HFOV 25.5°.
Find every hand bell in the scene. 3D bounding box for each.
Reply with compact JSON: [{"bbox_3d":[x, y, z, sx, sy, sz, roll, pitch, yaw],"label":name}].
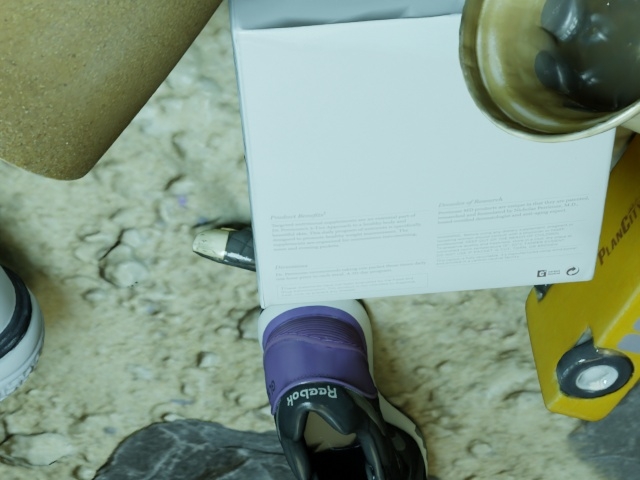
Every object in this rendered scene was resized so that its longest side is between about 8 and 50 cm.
[{"bbox_3d":[0.187,-0.064,0.655,0.126,0.126,0.242,-36,140,29],"label":"hand bell"}]

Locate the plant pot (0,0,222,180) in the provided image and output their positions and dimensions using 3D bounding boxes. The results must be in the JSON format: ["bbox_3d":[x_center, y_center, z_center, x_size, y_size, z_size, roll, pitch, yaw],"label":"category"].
[{"bbox_3d":[-0.097,-0.198,0.615,0.254,0.237,0.237,-42,128,11],"label":"plant pot"}]

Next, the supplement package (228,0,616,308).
[{"bbox_3d":[0.052,-0.089,0.776,0.194,0.149,0.203,-5,137,-2],"label":"supplement package"}]

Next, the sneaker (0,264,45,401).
[{"bbox_3d":[-0.376,0.040,0.891,0.366,0.137,0.210,-13,136,1],"label":"sneaker"}]

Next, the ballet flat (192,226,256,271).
[{"bbox_3d":[0.000,0.000,0.953,0.173,0.057,0.049,1,96,-8],"label":"ballet flat"}]

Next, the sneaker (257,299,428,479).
[{"bbox_3d":[0.016,0.170,1.069,0.107,0.124,0.283,-14,136,11],"label":"sneaker"}]

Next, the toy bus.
[{"bbox_3d":[0.253,-0.015,0.906,0.130,0.108,0.333,10,135,-18],"label":"toy bus"}]
